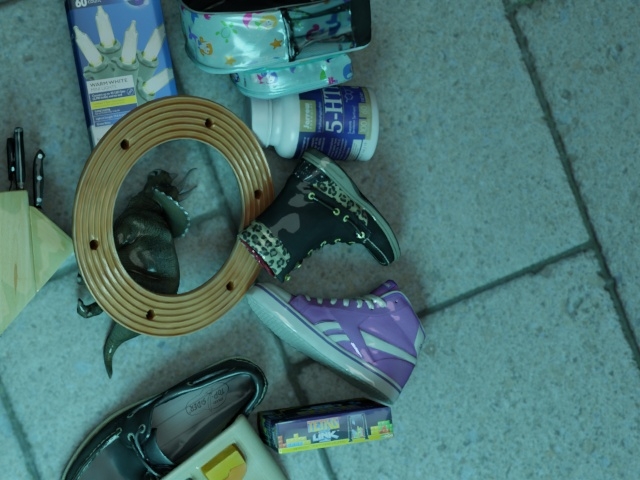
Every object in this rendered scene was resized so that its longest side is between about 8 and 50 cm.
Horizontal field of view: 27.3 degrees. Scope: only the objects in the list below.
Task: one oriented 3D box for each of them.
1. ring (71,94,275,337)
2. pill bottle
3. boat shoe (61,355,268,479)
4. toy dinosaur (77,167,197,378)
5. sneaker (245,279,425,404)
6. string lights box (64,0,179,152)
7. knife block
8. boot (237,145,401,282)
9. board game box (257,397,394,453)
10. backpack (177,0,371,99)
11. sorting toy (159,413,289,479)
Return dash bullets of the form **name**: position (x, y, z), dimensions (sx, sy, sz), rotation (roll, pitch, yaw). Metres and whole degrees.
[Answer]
- **ring**: position (-0.200, -0.033, 1.820), dimensions (0.337, 0.032, 0.336), rotation (-10, 106, -39)
- **pill bottle**: position (-0.016, -0.174, 1.936), dimensions (0.187, 0.112, 0.112), rotation (1, 88, -14)
- **boat shoe**: position (-0.217, 0.281, 1.868), dimensions (0.340, 0.113, 0.127), rotation (-29, 94, -13)
- **toy dinosaur**: position (-0.261, 0.041, 1.866), dimensions (0.160, 0.121, 0.313), rotation (4, 84, -7)
- **sneaker**: position (0.031, 0.105, 1.949), dimensions (0.282, 0.102, 0.161), rotation (35, 77, -21)
- **string lights box**: position (-0.285, -0.264, 1.892), dimensions (0.133, 0.077, 0.259), rotation (-11, 90, -12)
- **knife block**: position (-0.470, -0.020, 1.833), dimensions (0.242, 0.088, 0.275), rotation (41, 80, -8)
- **boot**: position (-0.001, -0.001, 1.920), dimensions (0.178, 0.085, 0.236), rotation (-47, 125, -10)
- **board game box**: position (0.005, 0.266, 1.908), dimensions (0.170, 0.141, 0.048), rotation (-6, 89, -14)
- **backpack**: position (-0.073, -0.312, 1.869), dimensions (0.254, 0.225, 0.191), rotation (-10, 121, -14)
- **sorting toy**: position (-0.146, 0.372, 1.872), dimensions (0.208, 0.038, 0.193), rotation (-40, 131, -14)
